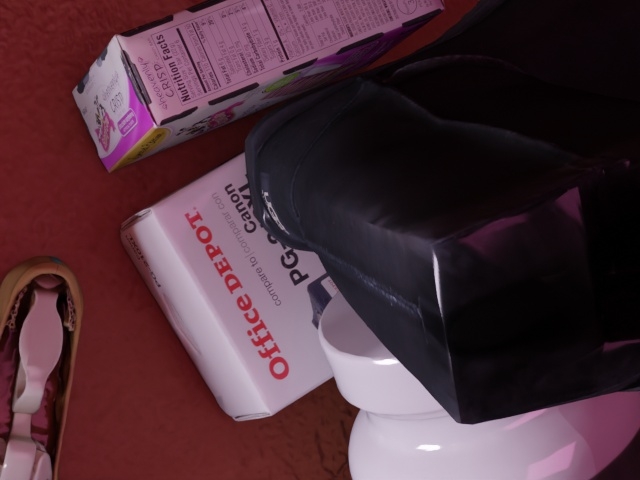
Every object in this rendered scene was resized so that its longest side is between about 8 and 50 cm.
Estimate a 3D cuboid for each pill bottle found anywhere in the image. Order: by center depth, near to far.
[{"bbox_3d":[0.143,0.181,1.075,0.210,0.210,0.363,-33,113,-20],"label":"pill bottle"}]

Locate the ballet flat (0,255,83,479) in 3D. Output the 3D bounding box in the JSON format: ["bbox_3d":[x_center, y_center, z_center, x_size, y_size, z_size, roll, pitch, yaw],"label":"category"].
[{"bbox_3d":[-0.210,0.122,1.077,0.080,0.073,0.232,10,80,-18],"label":"ballet flat"}]

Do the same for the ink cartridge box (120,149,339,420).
[{"bbox_3d":[0.000,0.000,1.154,0.237,0.100,0.172,-32,94,-21],"label":"ink cartridge box"}]

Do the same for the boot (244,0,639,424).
[{"bbox_3d":[0.159,-0.064,0.893,0.367,0.445,0.146,-29,103,-7],"label":"boot"}]

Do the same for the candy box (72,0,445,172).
[{"bbox_3d":[-0.047,-0.134,1.123,0.233,0.159,0.071,-24,90,-20],"label":"candy box"}]
